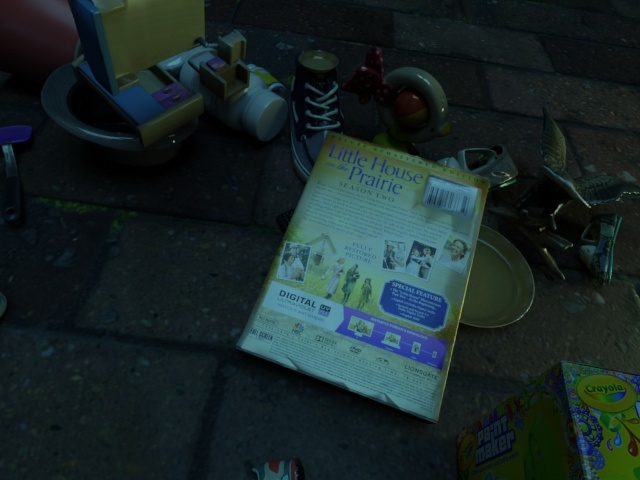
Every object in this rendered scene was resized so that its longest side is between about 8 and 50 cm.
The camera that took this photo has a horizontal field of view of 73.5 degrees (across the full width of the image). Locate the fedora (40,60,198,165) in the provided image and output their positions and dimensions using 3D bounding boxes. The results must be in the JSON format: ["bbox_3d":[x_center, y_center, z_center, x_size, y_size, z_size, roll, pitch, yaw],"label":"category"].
[{"bbox_3d":[-0.391,-0.240,0.869,0.275,0.124,0.244,3,54,-16],"label":"fedora"}]

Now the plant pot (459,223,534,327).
[{"bbox_3d":[0.272,0.059,0.795,0.236,0.032,0.237,3,53,-5],"label":"plant pot"}]

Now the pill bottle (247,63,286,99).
[{"bbox_3d":[-0.142,-0.382,1.050,0.065,0.065,0.116,-30,61,-26],"label":"pill bottle"}]

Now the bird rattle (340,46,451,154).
[{"bbox_3d":[0.176,-0.292,0.915,0.206,0.254,0.143,5,32,48],"label":"bird rattle"}]

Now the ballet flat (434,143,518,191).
[{"bbox_3d":[0.285,-0.127,0.883,0.315,0.107,0.106,-26,105,-32],"label":"ballet flat"}]

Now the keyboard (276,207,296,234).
[{"bbox_3d":[0.000,0.000,0.798,0.100,0.038,0.192,-22,60,-23],"label":"keyboard"}]

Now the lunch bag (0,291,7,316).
[{"bbox_3d":[-0.577,0.123,0.592,0.175,0.090,0.219,21,54,4],"label":"lunch bag"}]

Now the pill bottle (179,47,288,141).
[{"bbox_3d":[-0.190,-0.321,0.955,0.229,0.131,0.131,36,56,18],"label":"pill bottle"}]

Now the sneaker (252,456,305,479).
[{"bbox_3d":[-0.059,0.352,0.518,0.075,0.057,0.161,-6,54,9],"label":"sneaker"}]

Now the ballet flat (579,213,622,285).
[{"bbox_3d":[0.554,0.015,0.858,0.070,0.070,0.188,29,53,14],"label":"ballet flat"}]

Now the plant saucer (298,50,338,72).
[{"bbox_3d":[-0.004,-0.368,0.890,0.083,0.015,0.084,2,48,-3],"label":"plant saucer"}]

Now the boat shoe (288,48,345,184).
[{"bbox_3d":[-0.006,-0.268,0.923,0.127,0.158,0.341,-8,54,-13],"label":"boat shoe"}]

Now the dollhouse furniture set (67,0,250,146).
[{"bbox_3d":[-0.278,-0.366,0.705,0.198,0.303,0.286,43,62,10],"label":"dollhouse furniture set"}]

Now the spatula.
[{"bbox_3d":[-0.595,-0.140,0.823,0.084,0.030,0.297,-16,56,-22],"label":"spatula"}]

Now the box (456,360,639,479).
[{"bbox_3d":[0.277,0.321,0.433,0.176,0.290,0.279,11,52,1],"label":"box"}]

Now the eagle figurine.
[{"bbox_3d":[0.471,-0.117,0.844,0.298,0.226,0.225,-43,35,-15],"label":"eagle figurine"}]

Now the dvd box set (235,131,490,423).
[{"bbox_3d":[0.086,0.035,0.706,0.307,0.062,0.421,18,67,6],"label":"dvd box set"}]

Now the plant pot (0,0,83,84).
[{"bbox_3d":[-0.572,-0.455,0.938,0.243,0.275,0.275,26,53,2],"label":"plant pot"}]

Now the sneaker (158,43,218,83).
[{"bbox_3d":[-0.341,-0.414,1.024,0.297,0.111,0.129,-31,57,-28],"label":"sneaker"}]
